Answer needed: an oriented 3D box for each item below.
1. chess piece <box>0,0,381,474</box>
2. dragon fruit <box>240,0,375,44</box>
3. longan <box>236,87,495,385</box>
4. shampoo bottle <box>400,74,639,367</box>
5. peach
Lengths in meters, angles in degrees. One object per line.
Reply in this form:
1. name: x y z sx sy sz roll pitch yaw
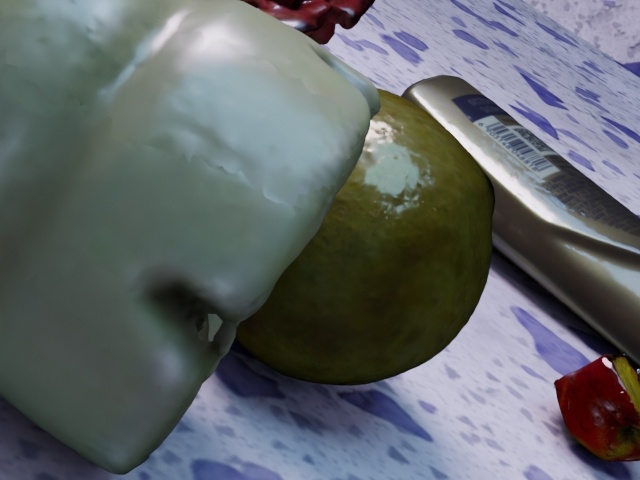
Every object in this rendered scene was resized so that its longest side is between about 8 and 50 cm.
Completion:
1. chess piece: -0.200 -0.107 0.541 0.442 0.234 0.234 33 19 -4
2. dragon fruit: -0.151 -0.216 1.079 0.329 0.228 0.286 46 48 -17
3. longan: 0.000 0.000 0.707 0.176 0.145 0.155 -12 0 -3
4. shampoo bottle: 0.195 0.007 1.048 0.350 0.084 0.125 41 24 24
5. peach: 0.165 0.093 0.840 0.077 0.050 0.083 48 21 -27
